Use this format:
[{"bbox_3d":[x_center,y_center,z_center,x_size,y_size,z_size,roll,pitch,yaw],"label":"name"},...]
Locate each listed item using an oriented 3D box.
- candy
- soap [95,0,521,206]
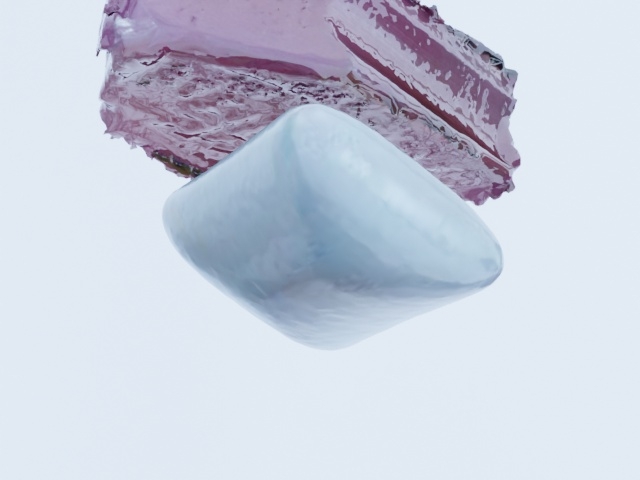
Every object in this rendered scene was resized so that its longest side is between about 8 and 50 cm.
[{"bbox_3d":[0.000,0.000,0.732,0.138,0.174,0.071,37,-120,-15],"label":"candy"},{"bbox_3d":[-0.023,-0.104,0.898,0.289,0.182,0.112,28,-129,-40],"label":"soap"}]
